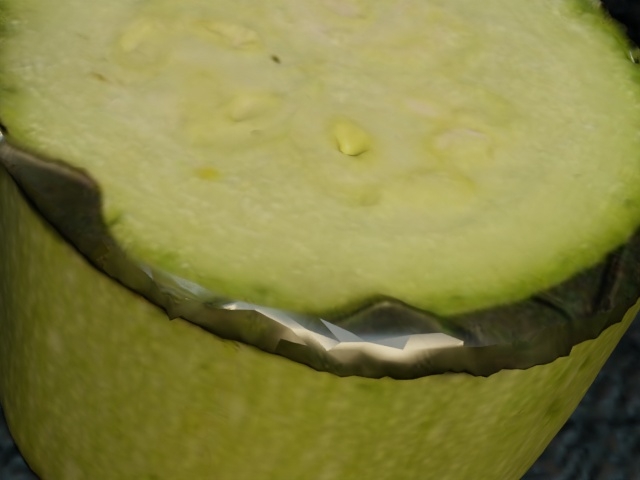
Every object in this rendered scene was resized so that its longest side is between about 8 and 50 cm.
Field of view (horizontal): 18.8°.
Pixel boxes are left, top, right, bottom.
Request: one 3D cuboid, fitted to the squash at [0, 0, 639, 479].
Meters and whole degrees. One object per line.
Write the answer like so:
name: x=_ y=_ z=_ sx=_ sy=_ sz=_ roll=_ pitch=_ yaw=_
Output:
squash: x=0.001 y=-0.015 z=0.605 sx=0.220 sy=0.133 sz=0.220 roll=4 pitch=52 yaw=-6
